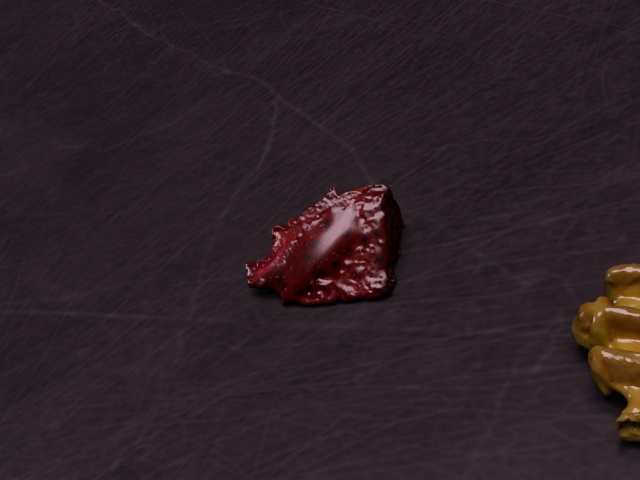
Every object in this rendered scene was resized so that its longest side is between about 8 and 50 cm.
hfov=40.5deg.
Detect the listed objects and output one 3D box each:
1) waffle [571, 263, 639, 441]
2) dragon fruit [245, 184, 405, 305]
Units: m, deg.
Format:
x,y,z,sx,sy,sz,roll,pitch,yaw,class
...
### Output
x,y,z,sx,sy,sz,roll,pitch,yaw,class
0.271,0.063,0.561,0.211,0.055,0.160,5,46,24,waffle
0.000,-0.003,0.715,0.131,0.063,0.097,-7,42,11,dragon fruit
